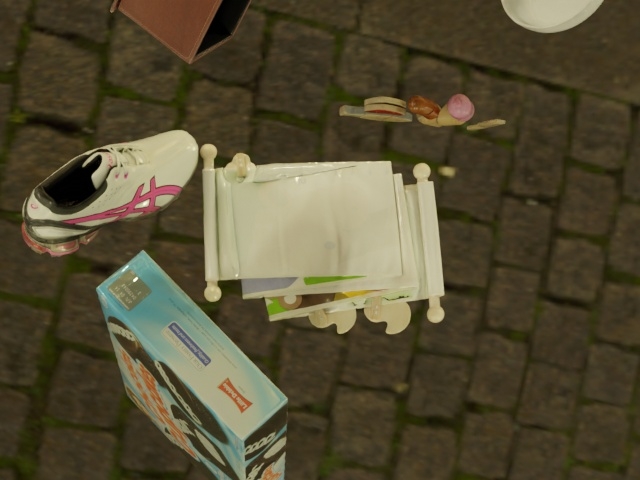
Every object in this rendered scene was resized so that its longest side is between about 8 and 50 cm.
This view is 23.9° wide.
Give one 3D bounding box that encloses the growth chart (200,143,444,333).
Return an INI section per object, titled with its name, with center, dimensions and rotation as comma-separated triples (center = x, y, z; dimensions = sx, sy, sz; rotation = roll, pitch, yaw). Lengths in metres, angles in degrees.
[growth chart]
center = 0.000, 0.000, 1.412
dimensions = 0.237, 0.021, 0.172
rotation = 3, 85, 3

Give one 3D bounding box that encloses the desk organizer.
[desk organizer]
center = -0.048, -0.153, 0.727
dimensions = 0.050, 0.130, 0.047
rotation = 38, 39, 8

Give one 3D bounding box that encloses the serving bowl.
[serving bowl]
center = 0.164, -0.176, 1.027
dimensions = 0.027, 0.083, 0.083
rotation = 30, 79, -47

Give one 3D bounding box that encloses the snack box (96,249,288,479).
[snack box]
center = -0.115, 0.146, 1.423
dimensions = 0.060, 0.322, 0.187
rotation = -41, 74, -17

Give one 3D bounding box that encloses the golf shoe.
[golf shoe]
center = -0.182, -0.053, 1.363
dimensions = 0.186, 0.086, 0.067
rotation = -33, 73, -29

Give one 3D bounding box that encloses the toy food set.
[toy food set]
center = 0.084, -0.108, 1.229
dimensions = 0.122, 0.078, 0.019
rotation = 5, 86, -23
